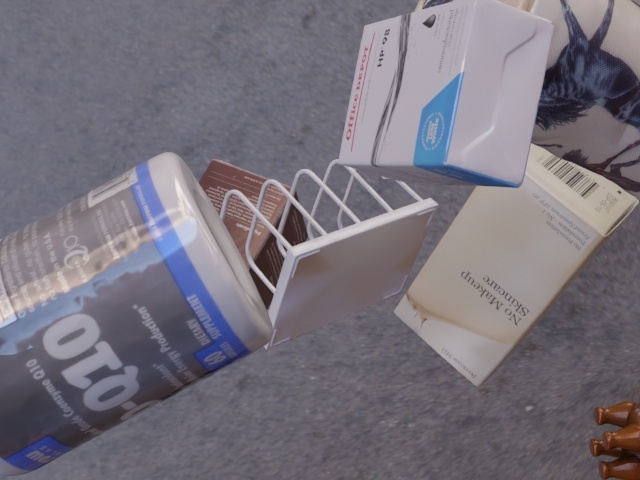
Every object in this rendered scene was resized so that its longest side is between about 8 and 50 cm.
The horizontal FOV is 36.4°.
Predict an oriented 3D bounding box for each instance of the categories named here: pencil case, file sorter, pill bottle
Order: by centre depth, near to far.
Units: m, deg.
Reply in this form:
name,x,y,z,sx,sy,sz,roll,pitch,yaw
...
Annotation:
name,x,y,z,sx,sy,sz,roll,pitch,yaw
pill bottle,-0.093,0.033,0.341,0.137,0.078,0.078,-29,75,0
pencil case,0.271,-0.132,0.862,0.160,0.410,0.183,-56,29,23
file sorter,0.000,0.000,1.471,0.173,0.278,0.193,47,138,29

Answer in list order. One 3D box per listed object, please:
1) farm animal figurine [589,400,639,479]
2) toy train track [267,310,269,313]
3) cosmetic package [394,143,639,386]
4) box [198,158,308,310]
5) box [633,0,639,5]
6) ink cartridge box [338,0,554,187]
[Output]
name,x,y,z,sx,sy,sz,roll,pitch,yaw
farm animal figurine,0.377,0.281,0.882,0.172,0.330,0.326,-4,97,-1
toy train track,-0.125,0.127,1.865,0.048,0.083,0.014,-39,29,32
cosmetic package,0.236,0.025,1.224,0.160,0.113,0.309,41,134,15
box,-0.145,0.005,1.654,0.167,0.168,0.203,22,66,18
box,0.461,-0.364,1.363,0.121,0.311,0.148,28,70,-19
ink cartridge box,0.068,-0.093,0.649,0.180,0.060,0.104,9,88,65
